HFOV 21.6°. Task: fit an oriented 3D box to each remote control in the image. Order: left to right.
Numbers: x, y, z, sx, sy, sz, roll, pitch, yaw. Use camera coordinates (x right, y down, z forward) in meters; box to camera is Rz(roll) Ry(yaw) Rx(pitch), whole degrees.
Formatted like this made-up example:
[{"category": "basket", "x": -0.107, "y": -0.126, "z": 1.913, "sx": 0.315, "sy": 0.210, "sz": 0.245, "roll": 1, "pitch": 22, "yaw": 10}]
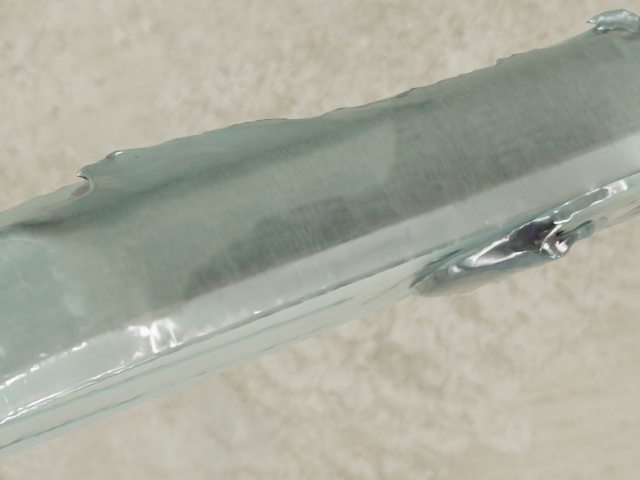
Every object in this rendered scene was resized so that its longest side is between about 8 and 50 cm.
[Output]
[{"category": "remote control", "x": 0.000, "y": 0.000, "z": 0.400, "sx": 0.104, "sy": 0.247, "sz": 0.052, "roll": -33, "pitch": 78, "yaw": 55}]
